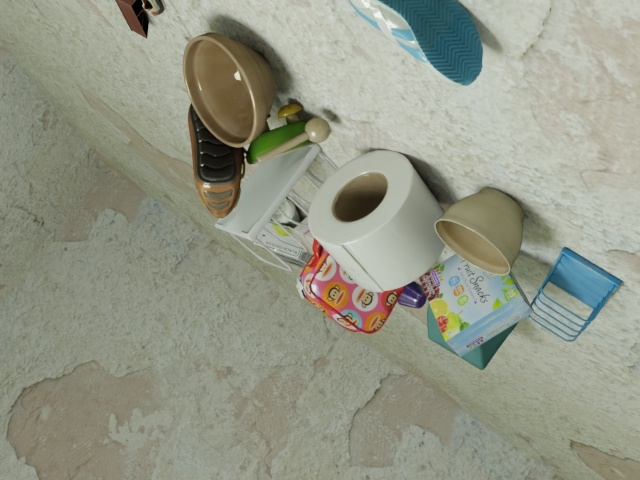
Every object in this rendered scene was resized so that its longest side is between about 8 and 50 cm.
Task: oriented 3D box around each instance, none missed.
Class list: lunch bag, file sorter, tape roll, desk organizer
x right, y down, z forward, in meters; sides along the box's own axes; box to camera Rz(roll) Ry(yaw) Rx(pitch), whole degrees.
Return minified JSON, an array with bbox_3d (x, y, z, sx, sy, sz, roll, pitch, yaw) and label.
[{"bbox_3d":[0.088,0.053,1.850,0.258,0.293,0.120,38,166,-14],"label":"lunch bag"},{"bbox_3d":[-0.084,-0.083,1.892,0.173,0.278,0.193,43,166,-30],"label":"file sorter"},{"bbox_3d":[0.474,0.111,1.466,0.118,0.104,0.170,34,167,17],"label":"file sorter"},{"bbox_3d":[0.119,-0.040,1.576,0.246,0.246,0.169,22,160,49],"label":"tape roll"},{"bbox_3d":[-0.425,-0.528,1.777,0.050,0.047,0.130,31,166,15],"label":"desk organizer"}]

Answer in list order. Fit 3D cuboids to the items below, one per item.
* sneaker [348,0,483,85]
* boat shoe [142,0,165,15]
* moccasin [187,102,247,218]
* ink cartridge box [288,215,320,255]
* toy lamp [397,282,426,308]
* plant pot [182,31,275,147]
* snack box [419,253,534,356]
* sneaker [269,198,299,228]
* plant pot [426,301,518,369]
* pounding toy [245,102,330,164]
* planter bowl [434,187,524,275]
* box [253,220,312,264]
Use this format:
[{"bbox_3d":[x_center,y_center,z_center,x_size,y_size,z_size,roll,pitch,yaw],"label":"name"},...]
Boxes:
[{"bbox_3d":[0.129,-0.298,1.051,0.228,0.087,0.092,45,174,0],"label":"sneaker"},{"bbox_3d":[-0.367,-0.519,1.664,0.049,0.043,0.137,37,168,-4],"label":"boat shoe"},{"bbox_3d":[-0.224,-0.215,1.742,0.147,0.139,0.380,96,165,-50],"label":"moccasin"},{"bbox_3d":[0.000,0.000,2.193,0.198,0.067,0.115,27,157,55],"label":"ink cartridge box"},{"bbox_3d":[0.199,0.125,2.296,0.274,0.080,0.080,30,165,38],"label":"toy lamp"},{"bbox_3d":[-0.172,-0.322,1.588,0.237,0.109,0.237,32,139,33],"label":"plant pot"},{"bbox_3d":[0.311,0.108,1.559,0.070,0.174,0.207,46,-163,-33],"label":"snack box"},{"bbox_3d":[-0.105,-0.079,2.415,0.094,0.090,0.235,28,173,-13],"label":"sneaker"},{"bbox_3d":[0.354,0.154,1.823,0.165,0.165,0.234,29,157,32],"label":"plant pot"},{"bbox_3d":[-0.086,-0.244,1.663,0.237,0.183,0.110,-154,44,-77],"label":"pounding toy"},{"bbox_3d":[0.308,-0.027,1.419,0.162,0.109,0.162,35,167,9],"label":"planter bowl"},{"bbox_3d":[-0.076,0.026,2.450,0.169,0.087,0.290,18,174,23],"label":"box"}]
